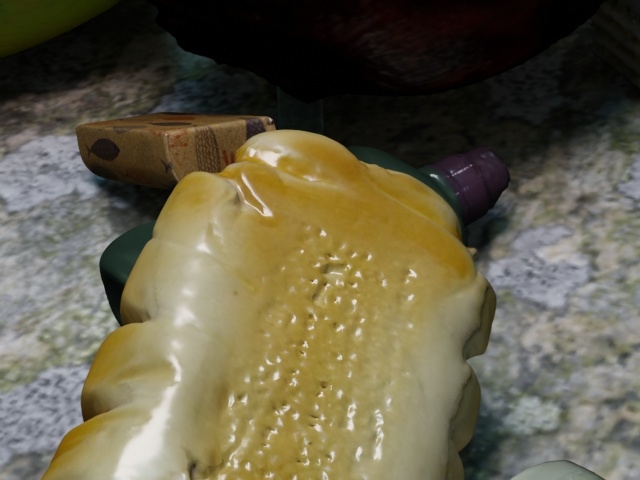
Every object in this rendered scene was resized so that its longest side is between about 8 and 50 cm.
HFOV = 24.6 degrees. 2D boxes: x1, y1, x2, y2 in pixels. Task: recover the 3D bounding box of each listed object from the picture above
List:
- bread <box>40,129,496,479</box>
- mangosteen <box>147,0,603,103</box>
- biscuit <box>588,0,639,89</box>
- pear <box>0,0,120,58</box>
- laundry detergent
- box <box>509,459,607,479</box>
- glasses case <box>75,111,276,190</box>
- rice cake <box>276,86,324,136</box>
[{"bbox_3d":[-0.023,0.095,0.621,0.172,0.121,0.311,25,53,-6],"label":"bread"},{"bbox_3d":[0.015,-0.292,0.849,0.380,0.422,0.381,-2,15,1],"label":"mangosteen"},{"bbox_3d":[0.259,-0.104,0.880,0.108,0.062,0.239,-20,40,-14],"label":"biscuit"},{"bbox_3d":[-0.326,-0.234,1.024,0.165,0.398,0.399,-54,37,18],"label":"pear"},{"bbox_3d":[0.000,0.000,0.798,0.221,0.078,0.144,-30,43,-21],"label":"laundry detergent"},{"bbox_3d":[0.081,0.282,0.359,0.352,0.177,0.344,-34,47,-27],"label":"box"},{"bbox_3d":[-0.087,-0.052,0.861,0.064,0.041,0.170,-12,10,-24],"label":"glasses case"},{"bbox_3d":[-0.014,-0.068,0.925,0.033,0.029,0.171,-3,39,0],"label":"rice cake"}]
